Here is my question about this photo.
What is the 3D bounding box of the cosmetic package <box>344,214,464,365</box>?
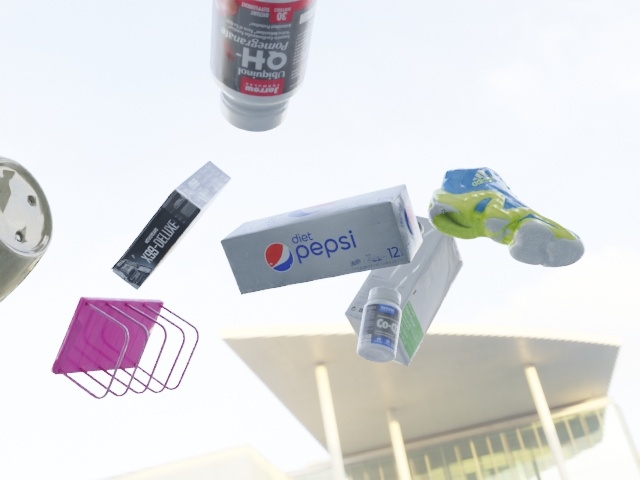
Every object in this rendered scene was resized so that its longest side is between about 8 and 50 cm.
[{"bbox_3d":[0.236,0.128,2.064,0.155,0.365,0.197,14,-31,36],"label":"cosmetic package"}]

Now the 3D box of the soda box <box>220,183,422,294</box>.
[{"bbox_3d":[0.000,0.000,1.133,0.286,0.091,0.098,-13,-75,25],"label":"soda box"}]

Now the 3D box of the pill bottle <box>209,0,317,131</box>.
[{"bbox_3d":[-0.105,-0.352,1.329,0.176,0.176,0.318,-3,-39,-13],"label":"pill bottle"}]

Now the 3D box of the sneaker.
[{"bbox_3d":[0.281,-0.048,1.120,0.240,0.126,0.091,19,-35,-5],"label":"sneaker"}]

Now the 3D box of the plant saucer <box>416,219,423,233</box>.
[{"bbox_3d":[0.121,-0.025,1.512,0.168,0.029,0.168,13,-20,5],"label":"plant saucer"}]

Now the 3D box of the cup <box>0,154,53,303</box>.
[{"bbox_3d":[-0.580,-0.019,1.212,0.237,0.331,0.331,-16,-32,16],"label":"cup"}]

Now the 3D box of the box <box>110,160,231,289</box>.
[{"bbox_3d":[-0.332,-0.043,1.728,0.076,0.307,0.242,39,-72,-7],"label":"box"}]

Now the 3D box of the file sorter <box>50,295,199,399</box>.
[{"bbox_3d":[-0.470,0.272,1.879,0.291,0.182,0.202,11,-76,-61],"label":"file sorter"}]

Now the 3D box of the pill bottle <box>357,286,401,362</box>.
[{"bbox_3d":[0.121,0.168,1.512,0.078,0.137,0.078,9,-29,5],"label":"pill bottle"}]
